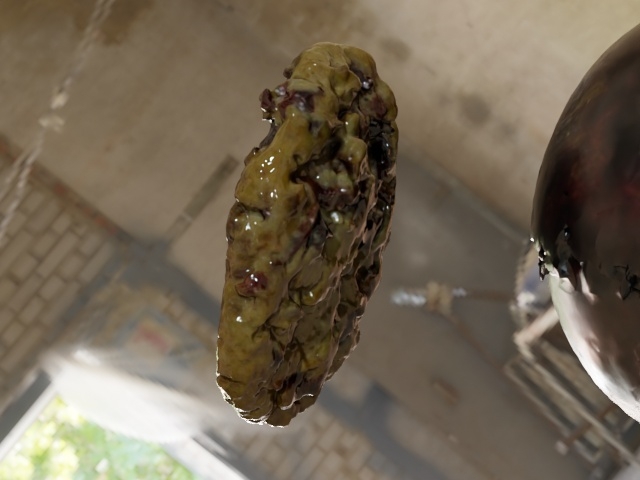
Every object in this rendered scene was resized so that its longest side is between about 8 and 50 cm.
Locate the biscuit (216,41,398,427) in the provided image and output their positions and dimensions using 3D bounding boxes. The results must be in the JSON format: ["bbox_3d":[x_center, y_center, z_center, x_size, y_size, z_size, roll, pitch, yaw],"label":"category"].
[{"bbox_3d":[0.002,-0.002,1.087,0.289,0.081,0.334,-45,-35,-57],"label":"biscuit"}]

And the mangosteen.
[{"bbox_3d":[0.361,-0.018,0.981,0.381,0.381,0.421,-51,-19,19],"label":"mangosteen"}]
